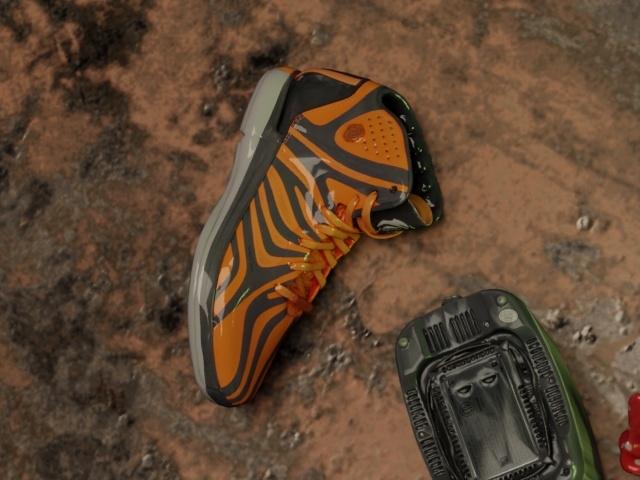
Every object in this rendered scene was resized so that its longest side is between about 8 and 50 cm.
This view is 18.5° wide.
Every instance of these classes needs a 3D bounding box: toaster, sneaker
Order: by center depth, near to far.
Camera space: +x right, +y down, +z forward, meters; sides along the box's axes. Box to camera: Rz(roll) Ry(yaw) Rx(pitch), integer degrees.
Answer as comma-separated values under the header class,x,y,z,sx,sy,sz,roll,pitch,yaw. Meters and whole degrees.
class,x,y,z,sx,sy,sz,roll,pitch,yaw
toaster,0.156,0.157,1.615,0.129,0.146,0.227,-25,68,13
sneaker,0.000,0.000,1.726,0.180,0.124,0.321,10,79,23

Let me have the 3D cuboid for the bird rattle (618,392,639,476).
class,x,y,z,sx,sy,sz,roll,pitch,yaw
bird rattle,0.313,0.246,1.575,0.207,0.143,0.253,23,71,12
